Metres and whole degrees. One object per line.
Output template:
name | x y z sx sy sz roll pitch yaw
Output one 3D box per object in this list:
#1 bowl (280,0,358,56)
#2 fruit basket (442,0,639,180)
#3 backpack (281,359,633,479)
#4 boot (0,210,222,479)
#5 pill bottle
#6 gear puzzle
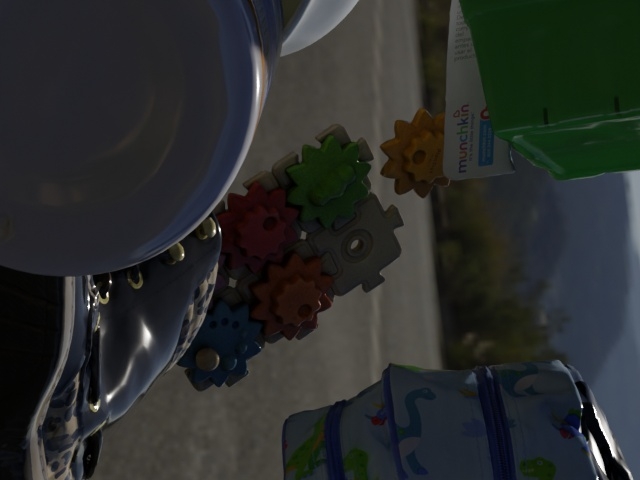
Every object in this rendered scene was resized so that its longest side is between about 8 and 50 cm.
bowl | -0.035 -0.271 1.251 0.134 0.298 0.298 -3 84 -40
fruit basket | 0.240 -0.222 1.136 0.165 0.327 0.353 36 54 -48
backpack | 0.090 0.240 0.972 0.290 0.273 0.355 -83 -175 -55
boot | -0.171 0.029 1.087 0.284 0.138 0.377 -56 156 -51
pill bottle | -0.094 -0.089 0.713 0.272 0.152 0.152 -87 168 -76
gear puzzle | 0.000 0.000 1.461 0.044 0.339 0.175 38 -21 56
